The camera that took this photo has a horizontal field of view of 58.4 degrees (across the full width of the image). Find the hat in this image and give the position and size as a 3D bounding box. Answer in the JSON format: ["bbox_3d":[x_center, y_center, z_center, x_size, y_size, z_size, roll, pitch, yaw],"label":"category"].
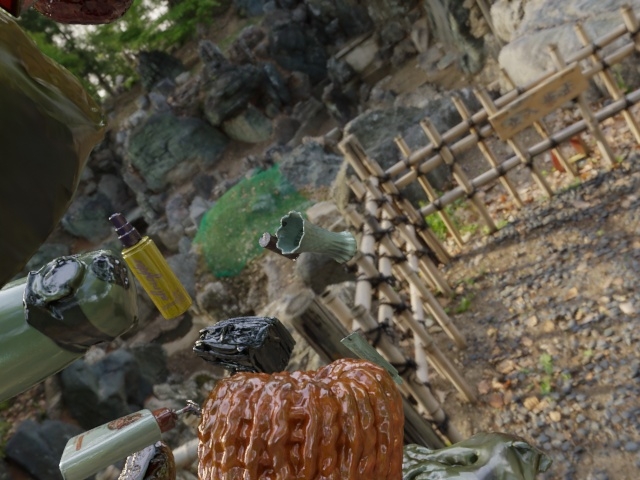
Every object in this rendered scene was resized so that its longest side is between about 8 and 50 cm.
[{"bbox_3d":[0.002,0.350,0.708,0.285,0.401,0.285,-12,-9,-2],"label":"hat"}]

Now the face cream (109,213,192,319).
[{"bbox_3d":[-0.402,0.055,1.335,0.078,0.274,0.078,-26,18,9],"label":"face cream"}]

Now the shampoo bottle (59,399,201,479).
[{"bbox_3d":[-0.392,0.406,1.210,0.284,0.071,0.153,-23,6,-16],"label":"shampoo bottle"}]

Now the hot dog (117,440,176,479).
[{"bbox_3d":[-0.458,0.621,1.462,0.160,0.099,0.227,8,57,33],"label":"hot dog"}]

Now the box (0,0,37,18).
[{"bbox_3d":[-0.392,-0.458,0.842,0.153,0.074,0.240,-39,22,56],"label":"box"}]

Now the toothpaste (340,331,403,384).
[{"bbox_3d":[0.167,0.366,1.753,0.067,0.255,0.037,-34,25,30],"label":"toothpaste"}]

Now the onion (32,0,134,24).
[{"bbox_3d":[-0.478,-0.548,1.117,0.252,0.252,0.219,-44,7,-16],"label":"onion"}]

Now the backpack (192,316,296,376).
[{"bbox_3d":[-0.210,0.285,1.498,0.258,0.206,0.133,-2,46,24],"label":"backpack"}]

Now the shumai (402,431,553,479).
[{"bbox_3d":[0.249,0.434,1.019,0.283,0.217,0.346,-48,22,-5],"label":"shumai"}]

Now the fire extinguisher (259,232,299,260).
[{"bbox_3d":[-0.101,0.020,1.643,0.078,0.157,0.045,-27,55,30],"label":"fire extinguisher"}]

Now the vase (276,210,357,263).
[{"bbox_3d":[0.000,0.000,1.056,0.081,0.148,0.081,-18,66,46],"label":"vase"}]

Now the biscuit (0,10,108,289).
[{"bbox_3d":[-0.295,-0.027,0.373,0.078,0.329,0.335,7,89,36],"label":"biscuit"}]

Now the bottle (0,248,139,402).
[{"bbox_3d":[-0.436,0.131,0.874,0.346,0.169,0.168,-26,23,6],"label":"bottle"}]
